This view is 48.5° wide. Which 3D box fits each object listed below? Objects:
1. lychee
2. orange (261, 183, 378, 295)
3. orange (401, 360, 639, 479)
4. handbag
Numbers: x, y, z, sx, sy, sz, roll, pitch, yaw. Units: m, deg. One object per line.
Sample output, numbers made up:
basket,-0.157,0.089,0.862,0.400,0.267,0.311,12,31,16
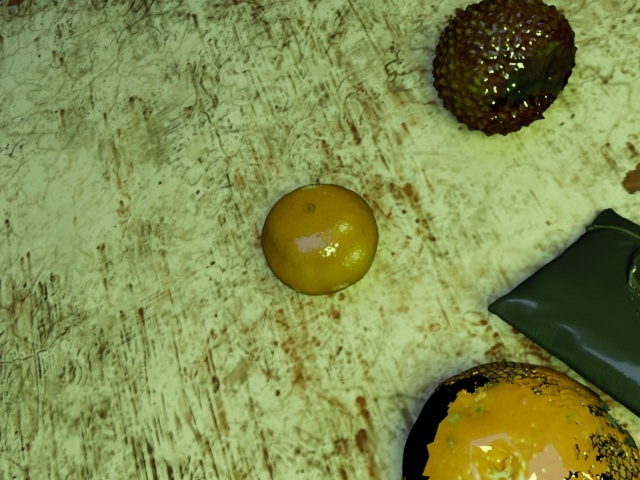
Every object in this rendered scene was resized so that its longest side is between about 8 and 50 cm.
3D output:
lychee,0.231,-0.231,0.919,0.188,0.188,0.188,-11,61,20
orange,0.000,0.000,0.934,0.156,0.124,0.156,-7,48,8
orange,0.192,0.232,0.693,0.235,0.182,0.234,-7,66,16
handbag,0.342,0.081,0.743,0.211,0.088,0.254,-37,53,-21
